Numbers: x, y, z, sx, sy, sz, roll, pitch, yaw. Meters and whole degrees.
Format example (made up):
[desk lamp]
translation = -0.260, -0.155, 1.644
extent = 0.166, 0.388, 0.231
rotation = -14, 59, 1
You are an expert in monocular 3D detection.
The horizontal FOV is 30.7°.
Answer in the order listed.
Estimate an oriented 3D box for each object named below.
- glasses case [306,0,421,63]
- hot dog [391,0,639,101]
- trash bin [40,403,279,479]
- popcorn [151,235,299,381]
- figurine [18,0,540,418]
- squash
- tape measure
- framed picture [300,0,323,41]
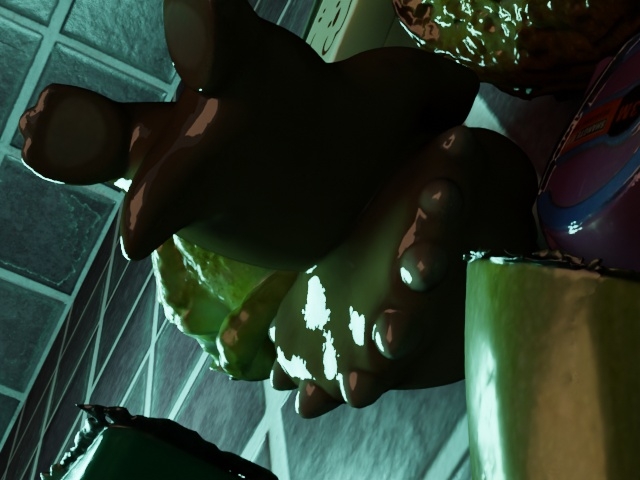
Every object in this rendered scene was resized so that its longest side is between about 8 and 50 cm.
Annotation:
[glasses case]
translation = 0.076, -0.269, 1.054
extent = 0.336, 0.076, 0.144
rotation = -68, 15, -8
[hot dog]
translation = 0.147, -0.164, 0.600
extent = 0.259, 0.114, 0.175
rotation = 3, 64, 63
[trash bin]
translation = -0.128, 0.293, 0.538
extent = 0.259, 0.295, 0.381
rotation = -48, 18, 48
[popcorn]
translation = -0.026, 0.023, 0.770
extent = 0.198, 0.198, 0.212
rotation = -58, 24, 27
[figurine]
translation = 0.006, -0.001, 0.576
extent = 0.177, 0.247, 0.173
rotation = -31, 56, 34
[squash]
translation = 0.099, 0.119, 0.318
extent = 0.137, 0.137, 0.287
rotation = -49, 26, 48
[tape measure]
translation = 0.147, -0.038, 0.479
extent = 0.125, 0.074, 0.118
rotation = -65, 12, -13
[framed picture]
translation = 0.034, -0.270, 1.308
extent = 0.324, 0.020, 0.240
rotation = -37, 33, 62
